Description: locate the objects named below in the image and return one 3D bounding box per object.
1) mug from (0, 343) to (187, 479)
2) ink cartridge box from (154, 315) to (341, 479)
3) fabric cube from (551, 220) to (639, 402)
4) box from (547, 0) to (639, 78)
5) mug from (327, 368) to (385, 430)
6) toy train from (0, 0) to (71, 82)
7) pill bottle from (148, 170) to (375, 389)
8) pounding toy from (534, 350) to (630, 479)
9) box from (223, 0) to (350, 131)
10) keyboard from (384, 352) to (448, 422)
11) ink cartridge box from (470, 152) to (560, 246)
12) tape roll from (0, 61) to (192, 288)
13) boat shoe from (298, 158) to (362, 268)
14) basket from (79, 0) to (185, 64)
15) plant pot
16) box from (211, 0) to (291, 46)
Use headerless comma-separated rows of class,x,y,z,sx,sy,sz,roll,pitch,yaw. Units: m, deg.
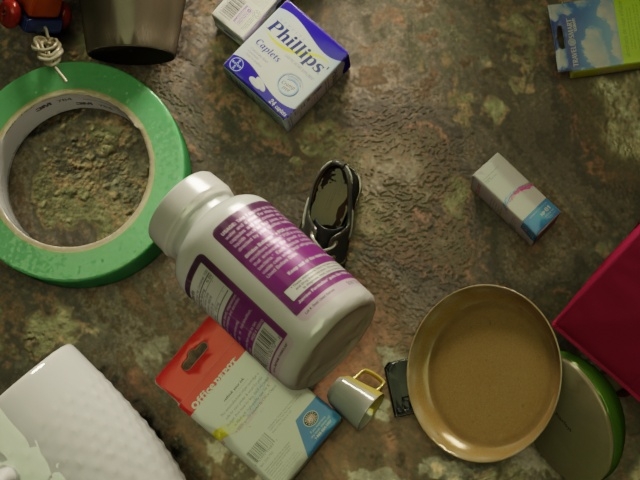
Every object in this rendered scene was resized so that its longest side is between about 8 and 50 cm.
mug,-0.318,0.347,1.654,0.276,0.374,0.328,-44,90,6
ink cartridge box,-0.099,0.222,1.807,0.231,0.078,0.134,40,84,9
fabric cube,0.503,0.059,1.660,0.259,0.258,0.254,41,48,9
box,0.420,-0.296,1.884,0.178,0.042,0.109,-7,79,3
mug,0.048,0.218,1.817,0.064,0.078,0.062,34,116,17
toy train,-0.387,-0.358,1.859,0.248,0.105,0.143,53,130,28
pill bottle,-0.086,0.045,1.758,0.301,0.169,0.169,42,85,19
pounding toy,0.377,0.246,1.746,0.110,0.183,0.236,-17,76,-27
box,-0.047,-0.252,1.892,0.126,0.072,0.137,42,84,9
keyboard,0.186,0.205,1.822,0.180,0.023,0.108,-12,73,2
ink cartridge box,0.270,-0.057,1.828,0.122,0.088,0.052,44,85,10
tape roll,-0.349,-0.094,1.881,0.321,0.077,0.321,-1,80,4
boat shoe,0.000,0.000,1.842,0.084,0.079,0.233,14,84,5
basket,-0.272,-0.376,1.889,0.204,0.154,0.226,3,84,-23
plant pot,0.222,0.177,1.748,0.236,0.032,0.236,-6,79,37
box,-0.030,-0.421,1.924,0.067,0.063,0.324,39,85,8
